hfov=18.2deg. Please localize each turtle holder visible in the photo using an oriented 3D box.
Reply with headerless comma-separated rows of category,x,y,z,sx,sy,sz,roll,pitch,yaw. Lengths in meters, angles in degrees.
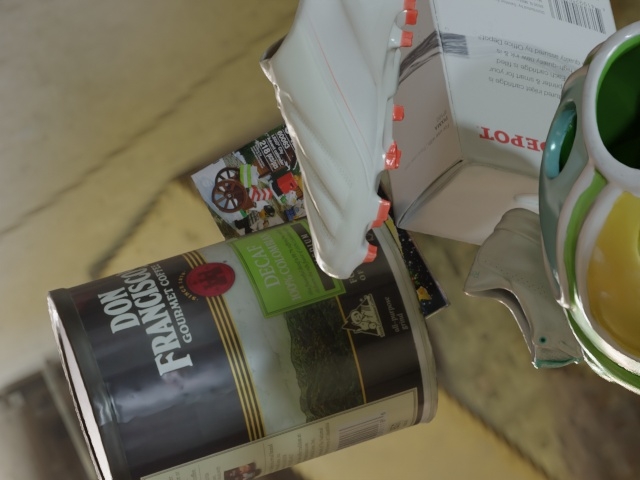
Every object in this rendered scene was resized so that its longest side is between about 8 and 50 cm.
turtle holder,0.244,-0.005,1.328,0.320,0.243,0.227,-60,147,-20

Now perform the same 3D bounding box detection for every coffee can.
coffee can,-0.066,0.098,1.654,0.275,0.201,0.201,-17,161,-12

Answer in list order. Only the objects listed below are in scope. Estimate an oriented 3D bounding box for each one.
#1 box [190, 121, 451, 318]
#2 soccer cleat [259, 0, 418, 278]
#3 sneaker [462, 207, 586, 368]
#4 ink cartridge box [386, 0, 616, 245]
box,0.000,0.000,1.924,0.159,0.233,0.044,-30,174,7
soccer cleat,0.005,-0.069,1.018,0.076,0.068,0.196,8,124,4
sneaker,0.208,0.071,1.551,0.094,0.212,0.080,-53,172,-16
ink cartridge box,0.156,-0.135,1.736,0.207,0.283,0.117,12,143,-28
